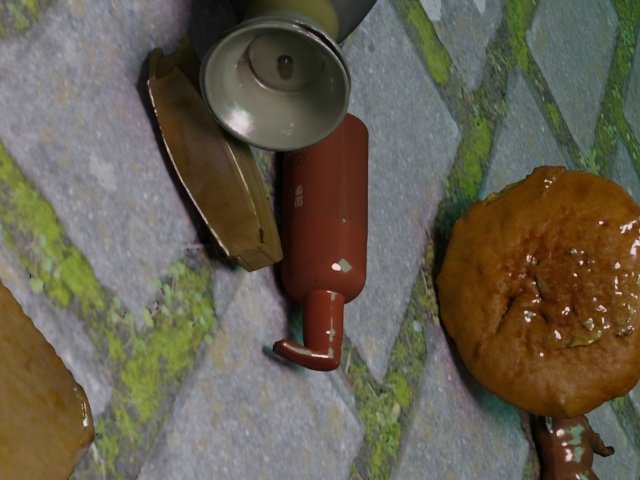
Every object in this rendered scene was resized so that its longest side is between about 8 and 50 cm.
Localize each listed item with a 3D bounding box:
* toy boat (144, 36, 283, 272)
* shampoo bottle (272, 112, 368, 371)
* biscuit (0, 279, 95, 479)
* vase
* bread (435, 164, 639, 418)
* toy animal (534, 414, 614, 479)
[{"bbox_3d":[-0.087,-0.071,1.261,0.072,0.064,0.206,-49,118,-73],"label":"toy boat"},{"bbox_3d":[0.002,0.000,1.360,0.085,0.085,0.244,37,47,-47],"label":"shampoo bottle"},{"bbox_3d":[-0.242,0.109,0.950,0.237,0.013,0.232,57,33,-27],"label":"biscuit"},{"bbox_3d":[-0.017,-0.215,1.291,0.173,0.173,0.321,55,26,-32],"label":"vase"},{"bbox_3d":[0.249,0.055,1.613,0.146,0.268,0.268,1,75,-72],"label":"bread"},{"bbox_3d":[0.281,0.203,1.764,0.229,0.066,0.224,34,48,-43],"label":"toy animal"}]
